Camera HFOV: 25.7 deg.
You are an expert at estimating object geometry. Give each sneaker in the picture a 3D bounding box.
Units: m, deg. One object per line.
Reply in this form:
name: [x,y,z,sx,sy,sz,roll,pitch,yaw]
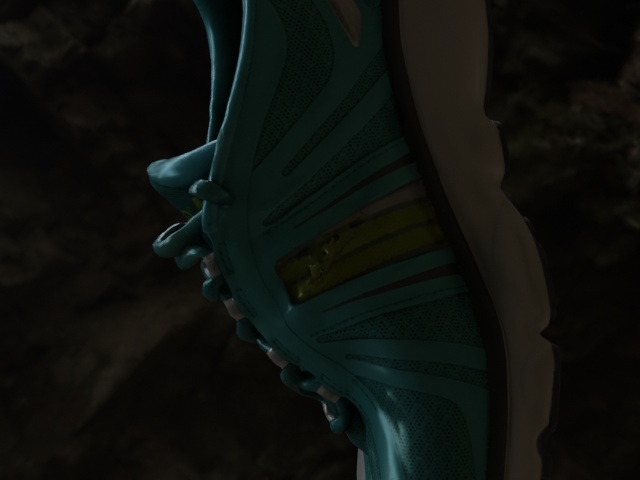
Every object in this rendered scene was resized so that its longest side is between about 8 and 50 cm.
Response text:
sneaker: [0.000,0.000,0.449,0.110,0.275,0.107,-8,-9,-21]
